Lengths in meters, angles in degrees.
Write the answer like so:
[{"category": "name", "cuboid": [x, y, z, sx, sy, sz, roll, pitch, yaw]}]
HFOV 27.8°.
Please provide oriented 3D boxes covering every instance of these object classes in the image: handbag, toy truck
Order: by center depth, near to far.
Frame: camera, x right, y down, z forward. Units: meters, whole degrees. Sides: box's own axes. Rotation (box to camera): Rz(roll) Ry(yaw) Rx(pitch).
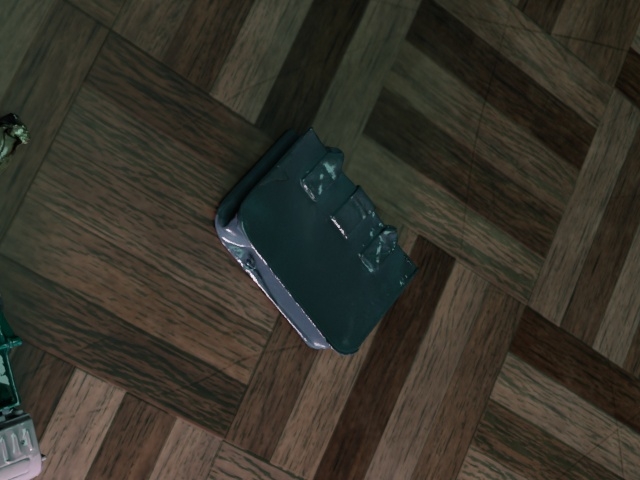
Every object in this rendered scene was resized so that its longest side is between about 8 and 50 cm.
[{"category": "toy truck", "cuboid": [-0.334, 0.138, 1.245, 0.110, 0.116, 0.216, -17, 100, -31]}, {"category": "handbag", "cuboid": [0.000, 0.000, 1.493, 0.179, 0.062, 0.229, -50, 115, -25]}]

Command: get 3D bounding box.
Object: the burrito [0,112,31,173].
[{"category": "burrito", "cuboid": [-0.379, -0.059, 1.245, 0.229, 0.063, 0.058, -27, 115, -27]}]
